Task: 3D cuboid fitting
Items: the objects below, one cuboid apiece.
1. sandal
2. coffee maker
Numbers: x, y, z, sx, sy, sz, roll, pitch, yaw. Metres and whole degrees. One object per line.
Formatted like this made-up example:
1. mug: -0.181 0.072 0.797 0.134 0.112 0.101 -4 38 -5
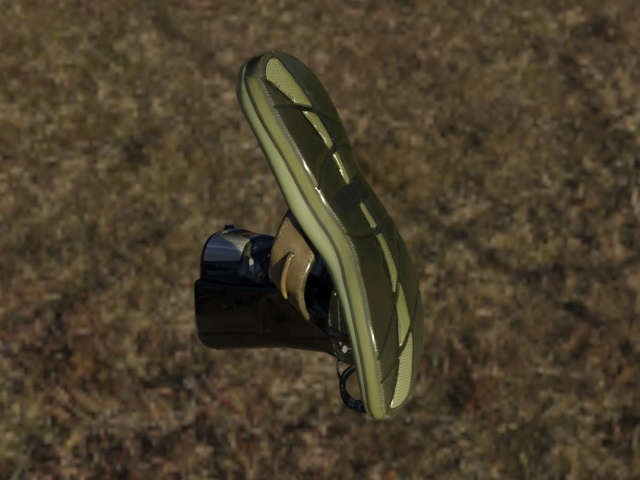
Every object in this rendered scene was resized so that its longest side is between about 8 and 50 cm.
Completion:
1. sandal: 0.000 -0.001 1.164 0.086 0.302 0.120 -23 1 26
2. coffee maker: -0.031 0.069 1.404 0.178 0.171 0.120 -3 -23 41
